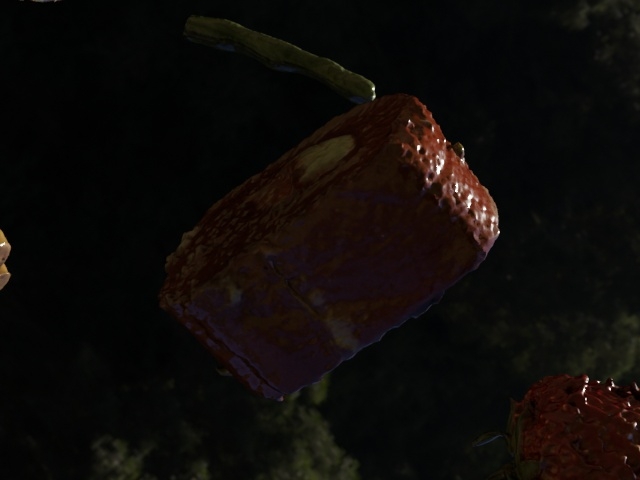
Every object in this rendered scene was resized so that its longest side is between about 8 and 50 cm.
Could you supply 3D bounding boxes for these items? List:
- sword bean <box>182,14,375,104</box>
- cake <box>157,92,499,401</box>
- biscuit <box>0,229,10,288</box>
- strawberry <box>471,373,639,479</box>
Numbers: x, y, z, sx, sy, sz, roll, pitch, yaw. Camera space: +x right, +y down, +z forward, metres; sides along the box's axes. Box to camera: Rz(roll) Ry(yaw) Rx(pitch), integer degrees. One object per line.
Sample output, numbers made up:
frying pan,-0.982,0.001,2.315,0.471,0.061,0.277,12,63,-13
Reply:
sword bean,-0.052,-0.229,1.497,0.038,0.269,0.043,-49,158,-52
cake,0.000,0.000,0.996,0.283,0.151,0.177,-38,-153,10
biscuit,-0.414,0.085,1.197,0.202,0.044,0.288,-24,159,-52
strawberry,0.295,0.204,1.168,0.286,0.188,0.106,-4,146,-15
